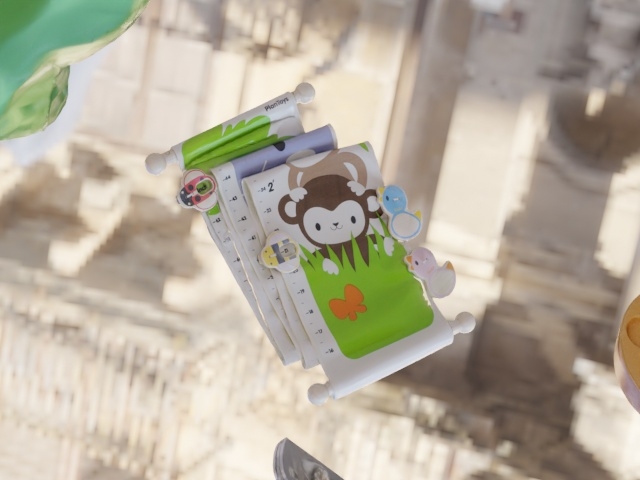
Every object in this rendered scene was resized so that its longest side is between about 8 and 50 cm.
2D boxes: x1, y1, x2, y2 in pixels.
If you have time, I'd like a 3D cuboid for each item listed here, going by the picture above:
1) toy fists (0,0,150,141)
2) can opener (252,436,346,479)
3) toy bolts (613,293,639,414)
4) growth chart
[{"bbox_3d":[-0.149,-0.164,0.652,0.279,0.142,0.096,42,-147,24],"label":"toy fists"},{"bbox_3d":[0.031,0.261,1.663,0.283,0.095,0.076,42,-152,-40],"label":"can opener"},{"bbox_3d":[0.312,0.063,1.140,0.218,0.158,0.228,-19,-113,-28],"label":"toy bolts"},{"bbox_3d":[0.000,0.000,1.436,0.172,0.237,0.021,-34,-179,-26],"label":"growth chart"}]
